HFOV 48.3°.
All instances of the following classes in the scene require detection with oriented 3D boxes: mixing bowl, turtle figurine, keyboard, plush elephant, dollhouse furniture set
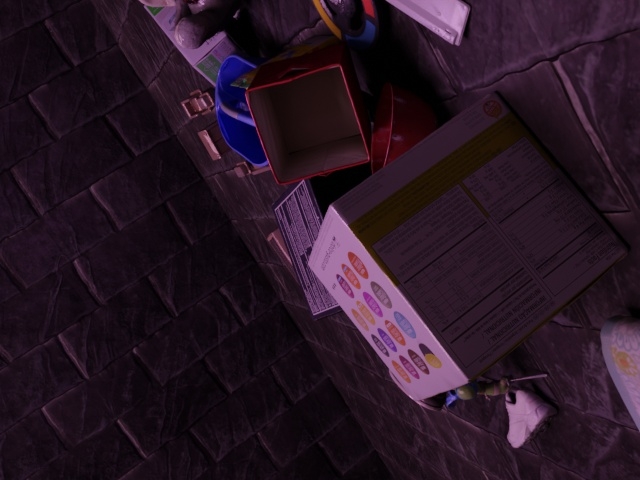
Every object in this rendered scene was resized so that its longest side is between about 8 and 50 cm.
[{"bbox_3d":[0.159,-0.197,1.323,0.181,0.098,0.182,-174,90,-84],"label":"mixing bowl"},{"bbox_3d":[0.377,0.253,1.660,0.197,0.275,0.266,29,-164,-14],"label":"turtle figurine"},{"bbox_3d":[0.133,-0.404,1.139,0.256,0.014,0.072,42,143,24],"label":"keyboard"},{"bbox_3d":[-0.302,-0.604,1.613,0.255,0.272,0.330,32,-169,-6],"label":"plush elephant"},{"bbox_3d":[-0.210,-0.380,2.210,0.355,0.174,0.303,-9,117,46],"label":"dollhouse furniture set"}]

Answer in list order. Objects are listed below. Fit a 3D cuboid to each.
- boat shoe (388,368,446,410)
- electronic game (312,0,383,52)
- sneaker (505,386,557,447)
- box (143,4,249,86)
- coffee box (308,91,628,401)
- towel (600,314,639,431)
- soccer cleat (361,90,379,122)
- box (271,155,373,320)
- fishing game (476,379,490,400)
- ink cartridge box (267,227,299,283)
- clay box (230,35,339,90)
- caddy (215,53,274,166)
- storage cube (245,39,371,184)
[{"bbox_3d":[0.213,0.254,1.607,0.112,0.096,0.335,19,-164,-15],"label":"boat shoe"},{"bbox_3d":[0.039,-0.453,1.313,0.229,0.048,0.229,50,164,20],"label":"electronic game"},{"bbox_3d":[0.489,0.417,1.719,0.115,0.090,0.232,55,157,29],"label":"sneaker"},{"bbox_3d":[-0.305,-0.533,1.903,0.231,0.126,0.262,51,-174,14],"label":"box"},{"bbox_3d":[0.223,0.031,1.213,0.334,0.338,0.338,52,165,10],"label":"coffee box"},{"bbox_3d":[0.612,0.286,1.057,0.374,0.090,0.320,59,161,-12],"label":"towel"},{"bbox_3d":[0.126,-0.261,1.448,0.179,0.060,0.072,43,152,18],"label":"soccer cleat"},{"bbox_3d":[0.050,-0.004,1.544,0.296,0.182,0.294,70,159,5],"label":"box"},{"bbox_3d":[0.343,0.312,1.890,0.264,0.041,0.189,46,-174,1],"label":"fishing game"},{"bbox_3d":[0.000,0.000,2.018,0.193,0.234,0.088,54,164,1],"label":"ink cartridge box"},{"bbox_3d":[-0.073,-0.360,1.503,0.053,0.222,0.127,63,166,-24],"label":"clay box"},{"bbox_3d":[-0.152,-0.324,1.764,0.341,0.179,0.241,38,129,47],"label":"caddy"},{"bbox_3d":[-0.015,-0.243,1.348,0.193,0.183,0.215,-81,-26,-61],"label":"storage cube"}]
